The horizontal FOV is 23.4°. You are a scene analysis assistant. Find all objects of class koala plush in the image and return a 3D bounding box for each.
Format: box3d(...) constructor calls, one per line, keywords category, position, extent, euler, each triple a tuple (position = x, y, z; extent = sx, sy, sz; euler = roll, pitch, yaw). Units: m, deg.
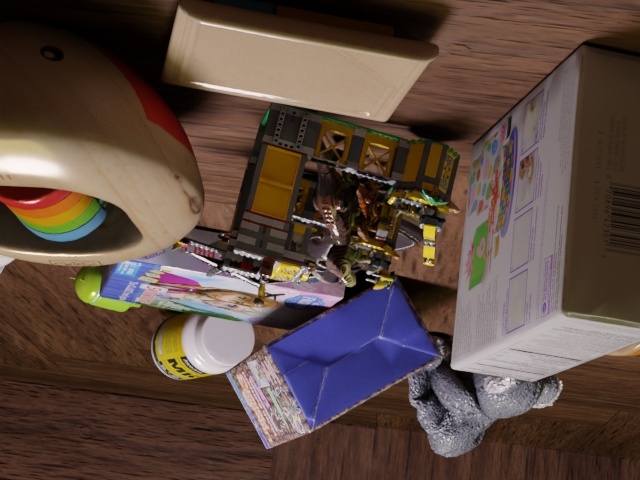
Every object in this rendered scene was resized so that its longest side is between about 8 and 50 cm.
box3d(category="koala plush", position=(0.282, 0.253, 2.606), extent=(0.221, 0.203, 0.196), euler=(-16, 155, 32))

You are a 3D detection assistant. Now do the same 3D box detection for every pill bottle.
box3d(category="pill bottle", position=(-0.202, 0.176, 2.666), extent=(0.119, 0.119, 0.208), euler=(15, 164, -25))

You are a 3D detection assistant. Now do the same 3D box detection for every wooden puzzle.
box3d(category="wooden puzzle", position=(-0.025, -0.165, 1.377), extent=(0.221, 0.044, 0.239), euler=(10, 170, -8))

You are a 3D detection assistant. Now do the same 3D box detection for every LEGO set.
box3d(category="LEGO set", position=(0.000, 0.000, 1.653), extent=(0.255, 0.192, 0.331), euler=(18, 165, -16))

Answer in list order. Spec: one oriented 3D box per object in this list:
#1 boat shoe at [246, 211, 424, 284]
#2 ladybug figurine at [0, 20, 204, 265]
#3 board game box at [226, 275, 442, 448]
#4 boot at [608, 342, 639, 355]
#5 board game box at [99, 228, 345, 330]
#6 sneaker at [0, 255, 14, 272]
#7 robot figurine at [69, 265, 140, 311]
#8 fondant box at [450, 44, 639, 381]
box3d(category="boat shoe", position=(0.015, 0.010, 1.917), extent=(0.285, 0.092, 0.103), euler=(-5, 151, 43))
box3d(category="ladybug figurine", position=(-0.267, -0.089, 1.525), extent=(0.305, 0.162, 0.449), euler=(0, 165, 2))
box3d(category="board game box", position=(0.013, 0.188, 2.325), extent=(0.232, 0.141, 0.291), euler=(-28, 176, -19))
box3d(category="boot", position=(0.514, 0.114, 2.047), extent=(0.211, 0.104, 0.295), euler=(14, 161, -22))
box3d(category="board game box", position=(-0.150, 0.055, 2.257), extent=(0.318, 0.066, 0.319), euler=(10, 166, -10))
box3d(category="sneaker", position=(-0.472, -0.052, 1.979), extent=(0.118, 0.110, 0.292), euler=(-31, 145, 7))
box3d(category="robot figurine", position=(-0.336, 0.073, 2.435), extent=(0.115, 0.067, 0.101), euler=(17, 172, -31))
box3d(category="fondant box", position=(0.218, -0.011, 1.431), extent=(0.096, 0.238, 0.330), euler=(9, 166, -11))
